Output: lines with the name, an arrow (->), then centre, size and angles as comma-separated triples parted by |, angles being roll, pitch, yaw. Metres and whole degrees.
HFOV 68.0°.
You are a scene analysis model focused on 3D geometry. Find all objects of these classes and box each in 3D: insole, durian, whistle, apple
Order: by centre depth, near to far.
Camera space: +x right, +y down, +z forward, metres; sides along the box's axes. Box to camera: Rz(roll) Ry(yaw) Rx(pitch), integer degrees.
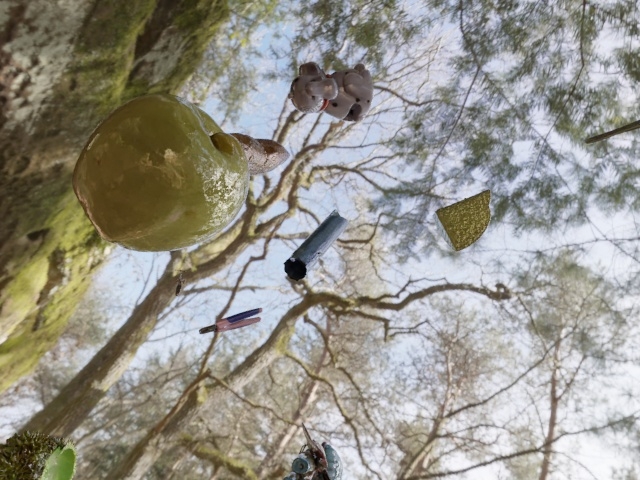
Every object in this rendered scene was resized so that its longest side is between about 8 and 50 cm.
apple -> -0.186, -0.079, 0.568 | 0.200, 0.200, 0.199 | 18, -48, 21
durian -> -0.659, 0.538, 1.039 | 0.177, 0.236, 0.200 | 28, -38, -8
insole -> 0.736, -0.270, 1.134 | 0.194, 0.065, 0.006 | -18, -75, 17
whistle -> 0.000, 0.000, 1.158 | 0.062, 0.304, 0.062 | 10, -62, 19

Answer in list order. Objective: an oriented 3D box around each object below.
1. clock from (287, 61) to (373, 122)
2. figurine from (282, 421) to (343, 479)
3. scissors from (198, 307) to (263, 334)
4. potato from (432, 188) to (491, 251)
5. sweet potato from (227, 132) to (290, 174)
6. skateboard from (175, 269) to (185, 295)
clock -> 0.015, -0.464, 1.493 | 0.189, 0.254, 0.188 | 177, -90, -67
figurine -> -0.023, 0.451, 0.870 | 0.103, 0.205, 0.260 | 14, -21, 13
scissors -> -0.152, 0.141, 0.812 | 0.012, 0.114, 0.039 | 57, -32, 35
potato -> 0.376, -0.043, 1.202 | 0.149, 0.081, 0.120 | -23, -104, 4
sweet potato -> -0.198, -0.266, 1.513 | 0.131, 0.337, 0.131 | 2, -86, 27
skateboard -> -0.445, 0.129, 1.493 | 0.032, 0.063, 0.083 | 11, -40, -8
